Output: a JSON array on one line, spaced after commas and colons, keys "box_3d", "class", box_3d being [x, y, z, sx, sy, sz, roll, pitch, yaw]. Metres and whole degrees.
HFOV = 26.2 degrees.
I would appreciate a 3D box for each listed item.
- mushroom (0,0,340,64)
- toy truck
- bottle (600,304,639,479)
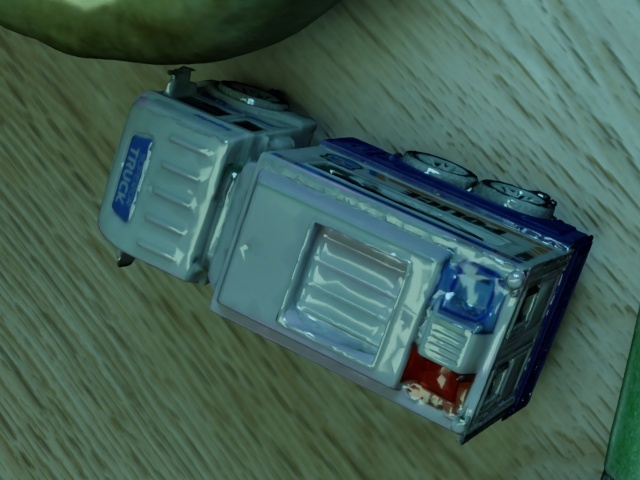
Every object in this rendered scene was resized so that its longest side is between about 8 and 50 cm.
[{"box_3d": [-0.096, -0.244, 0.713, 0.352, 0.260, 0.352, 11, 133, 13], "class": "mushroom"}, {"box_3d": [0.000, 0.000, 0.773, 0.268, 0.155, 0.124, 24, 105, 20], "class": "toy truck"}, {"box_3d": [0.187, 0.198, 0.751, 0.093, 0.093, 0.330, 13, 99, 24], "class": "bottle"}]
